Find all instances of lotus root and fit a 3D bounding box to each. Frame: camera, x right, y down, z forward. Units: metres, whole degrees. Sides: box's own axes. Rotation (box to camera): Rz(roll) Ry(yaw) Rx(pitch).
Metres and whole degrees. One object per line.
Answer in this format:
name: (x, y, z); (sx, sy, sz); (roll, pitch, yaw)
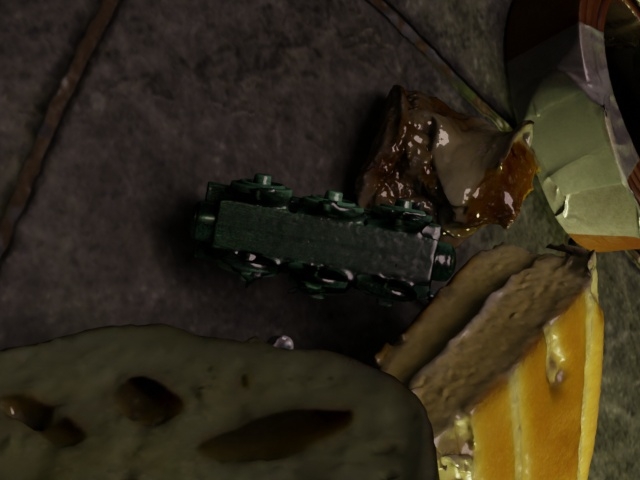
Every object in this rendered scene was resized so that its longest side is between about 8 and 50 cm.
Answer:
lotus root: (-0.054, 0.186, 0.652); (0.149, 0.267, 0.260); (-65, 152, -52)

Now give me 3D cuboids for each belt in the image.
belt: (0.258, -0.118, 1.111); (0.184, 0.105, 0.261); (-16, 95, -43)

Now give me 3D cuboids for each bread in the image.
bread: (0.099, 0.150, 0.839); (0.239, 0.111, 0.246); (-42, 138, -44)

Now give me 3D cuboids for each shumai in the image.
shumai: (0.104, -0.058, 0.937); (0.145, 0.116, 0.145); (12, 73, -42)

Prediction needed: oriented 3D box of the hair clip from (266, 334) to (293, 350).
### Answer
hair clip: (-0.024, 0.164, 0.771); (0.054, 0.140, 0.220); (-13, 92, -16)

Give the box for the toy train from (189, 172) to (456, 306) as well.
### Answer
toy train: (0.000, 0.000, 0.808); (0.170, 0.111, 0.071); (10, 92, -7)

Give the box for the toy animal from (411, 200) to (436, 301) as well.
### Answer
toy animal: (0.117, 0.052, 0.960); (0.079, 0.070, 0.253); (-46, 121, 8)
